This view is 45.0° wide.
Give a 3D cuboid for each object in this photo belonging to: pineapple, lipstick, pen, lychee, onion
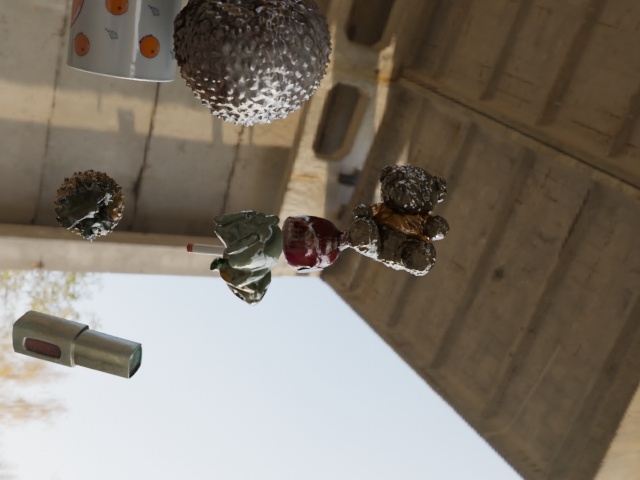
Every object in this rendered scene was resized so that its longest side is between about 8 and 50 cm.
[{"bbox_3d":[-0.398,-0.058,1.320,0.248,0.128,0.128,-156,-108,-75],"label":"pineapple"},{"bbox_3d":[-0.486,0.212,1.555,0.077,0.253,0.078,-59,161,-63],"label":"lipstick"},{"bbox_3d":[-0.226,0.026,1.877,0.218,0.026,0.026,4,-89,23],"label":"pen"},{"bbox_3d":[-0.125,-0.344,1.432,0.300,0.300,0.299,-11,-103,59],"label":"lychee"},{"bbox_3d":[-0.003,0.015,1.875,0.198,0.173,0.135,6,-98,17],"label":"onion"}]

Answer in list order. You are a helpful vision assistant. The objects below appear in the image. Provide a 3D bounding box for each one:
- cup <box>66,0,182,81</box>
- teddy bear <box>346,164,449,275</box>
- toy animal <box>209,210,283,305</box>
[{"bbox_3d":[-0.372,-0.486,1.509,0.212,0.212,0.317,34,-63,56],"label":"cup"},{"bbox_3d":[0.150,-0.042,1.397,0.177,0.140,0.190,17,-91,15],"label":"teddy bear"},{"bbox_3d":[-0.133,0.058,1.471,0.251,0.127,0.125,88,13,-50],"label":"toy animal"}]
